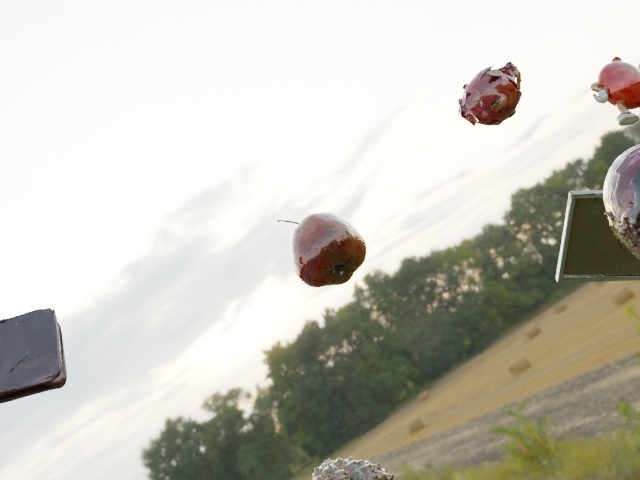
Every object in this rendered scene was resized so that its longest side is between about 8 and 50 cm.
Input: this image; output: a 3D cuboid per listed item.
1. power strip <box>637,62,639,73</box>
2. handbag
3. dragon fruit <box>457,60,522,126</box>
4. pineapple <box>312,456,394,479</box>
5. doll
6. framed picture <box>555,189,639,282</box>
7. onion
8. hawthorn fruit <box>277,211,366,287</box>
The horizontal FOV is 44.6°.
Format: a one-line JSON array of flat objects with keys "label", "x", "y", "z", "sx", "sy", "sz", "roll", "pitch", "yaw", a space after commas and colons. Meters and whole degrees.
[{"label": "power strip", "x": 0.778, "y": -0.375, "z": 1.673, "sx": 0.193, "sy": 0.059, "sz": 0.265, "roll": -4, "pitch": -38, "yaw": -16}, {"label": "handbag", "x": -0.697, "y": 0.269, "z": 1.787, "sx": 0.216, "sy": 0.203, "sz": 0.074, "roll": -16, "pitch": -37, "yaw": -10}, {"label": "dragon fruit", "x": 0.391, "y": -0.325, "z": 1.764, "sx": 0.166, "sy": 0.133, "sz": 0.136, "roll": -49, "pitch": 11, "yaw": -5}, {"label": "pineapple", "x": 0.074, "y": 0.494, "z": 1.479, "sx": 0.193, "sy": 0.166, "sz": 0.166, "roll": -1, "pitch": -4, "yaw": 16}, {"label": "doll", "x": 0.743, "y": -0.362, "z": 1.910, "sx": 0.183, "sy": 0.217, "sz": 0.085, "roll": -4, "pitch": -34, "yaw": -18}, {"label": "framed picture", "x": 0.672, "y": -0.009, "z": 1.657, "sx": 0.315, "sy": 0.024, "sz": 0.232, "roll": -1, "pitch": -56, "yaw": 2}, {"label": "onion", "x": 0.500, "y": -0.073, "z": 1.080, "sx": 0.218, "sy": 0.195, "sz": 0.140, "roll": -36, "pitch": 26, "yaw": 5}, {"label": "hawthorn fruit", "x": 0.000, "y": 0.000, "z": 1.671, "sx": 0.162, "sy": 0.203, "sz": 0.163, "roll": -18, "pitch": -39, "yaw": -16}]
